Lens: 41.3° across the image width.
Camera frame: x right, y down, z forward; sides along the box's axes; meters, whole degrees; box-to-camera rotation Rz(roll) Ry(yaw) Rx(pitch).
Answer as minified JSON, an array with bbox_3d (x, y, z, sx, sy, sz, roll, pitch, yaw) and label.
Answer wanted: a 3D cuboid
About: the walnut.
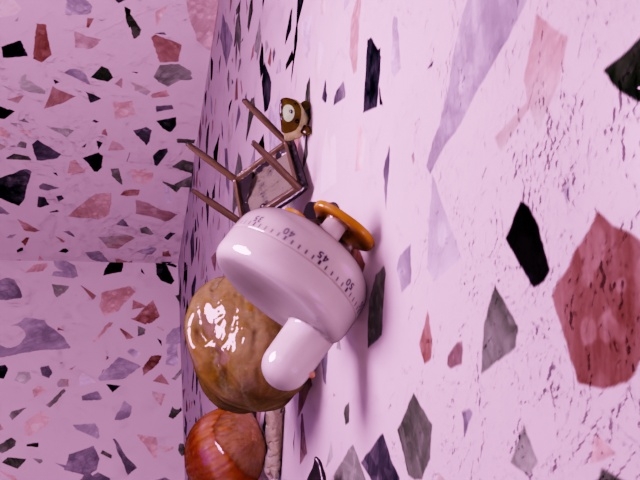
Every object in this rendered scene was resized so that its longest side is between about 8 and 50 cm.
[{"bbox_3d":[-0.131,0.180,1.557,0.227,0.283,0.283,-33,51,37],"label":"walnut"}]

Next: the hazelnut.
[{"bbox_3d":[-0.222,0.491,1.960,0.214,0.176,0.214,-24,43,24],"label":"hazelnut"}]

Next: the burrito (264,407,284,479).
[{"bbox_3d":[-0.101,0.421,1.798,0.045,0.041,0.186,-157,67,-65],"label":"burrito"}]

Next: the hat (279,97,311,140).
[{"bbox_3d":[-0.047,-0.234,1.631,0.076,0.059,0.077,84,-178,-52],"label":"hat"}]

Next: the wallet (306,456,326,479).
[{"bbox_3d":[-0.004,0.522,1.408,0.323,0.041,0.247,104,162,-50],"label":"wallet"}]

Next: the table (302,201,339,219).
[{"bbox_3d":[0.000,0.000,1.443,0.133,0.043,0.134,-179,90,-75],"label":"table"}]

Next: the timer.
[{"bbox_3d":[-0.053,0.073,1.244,0.240,0.233,0.233,-53,4,-19],"label":"timer"}]

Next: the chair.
[{"bbox_3d":[-0.109,-0.113,1.661,0.166,0.272,0.188,-35,39,15],"label":"chair"}]
